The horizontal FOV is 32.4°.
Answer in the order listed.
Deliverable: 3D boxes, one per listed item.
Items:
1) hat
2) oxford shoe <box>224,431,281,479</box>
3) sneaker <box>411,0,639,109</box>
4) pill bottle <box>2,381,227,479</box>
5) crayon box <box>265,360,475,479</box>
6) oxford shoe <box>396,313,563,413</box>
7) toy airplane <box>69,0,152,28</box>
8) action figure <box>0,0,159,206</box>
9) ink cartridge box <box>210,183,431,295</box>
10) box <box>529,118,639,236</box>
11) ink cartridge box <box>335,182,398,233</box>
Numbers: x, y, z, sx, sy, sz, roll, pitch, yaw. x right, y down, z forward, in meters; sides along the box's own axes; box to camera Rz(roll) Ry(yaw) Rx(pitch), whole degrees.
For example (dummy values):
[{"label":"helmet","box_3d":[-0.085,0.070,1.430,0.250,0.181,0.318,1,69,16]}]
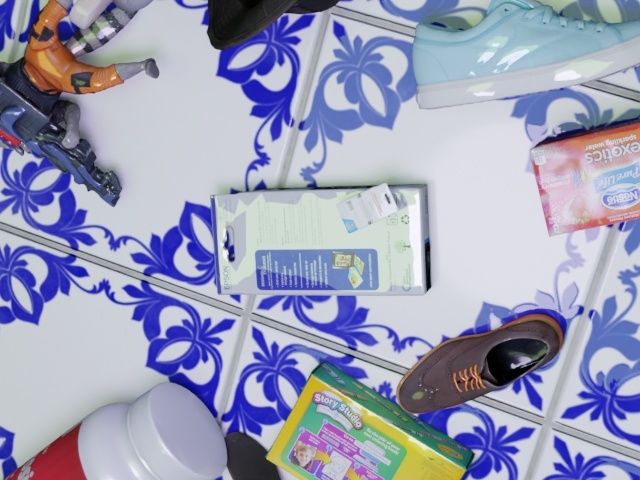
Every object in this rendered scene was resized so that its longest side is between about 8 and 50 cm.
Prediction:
[{"label":"hat","box_3d":[-0.030,-0.401,1.572,0.331,0.134,0.331,-30,51,45]},{"label":"oxford shoe","box_3d":[-0.097,0.408,1.778,0.212,0.076,0.076,54,149,13]},{"label":"sneaker","box_3d":[0.295,-0.279,1.504,0.366,0.135,0.150,-9,100,17]},{"label":"pill bottle","box_3d":[-0.355,0.408,1.768,0.408,0.229,0.229,-37,87,19]},{"label":"crayon box","box_3d":[0.075,0.332,1.702,0.278,0.081,0.165,31,106,10]},{"label":"oxford shoe","box_3d":[0.224,0.188,1.622,0.271,0.098,0.097,-30,90,19]},{"label":"toy airplane","box_3d":[-0.177,-0.463,1.488,0.272,0.384,0.386,27,108,11]},{"label":"action figure","box_3d":[-0.397,-0.229,1.742,0.330,0.178,0.341,-31,117,26]},{"label":"ink cartridge box","box_3d":[0.000,0.000,1.678,0.333,0.065,0.165,0,99,16]},{"label":"box","box_3d":[0.426,-0.098,1.499,0.257,0.123,0.128,-13,95,19]},{"label":"ink cartridge box","box_3d":[0.071,-0.049,1.602,0.083,0.028,0.048,-24,92,19]}]
